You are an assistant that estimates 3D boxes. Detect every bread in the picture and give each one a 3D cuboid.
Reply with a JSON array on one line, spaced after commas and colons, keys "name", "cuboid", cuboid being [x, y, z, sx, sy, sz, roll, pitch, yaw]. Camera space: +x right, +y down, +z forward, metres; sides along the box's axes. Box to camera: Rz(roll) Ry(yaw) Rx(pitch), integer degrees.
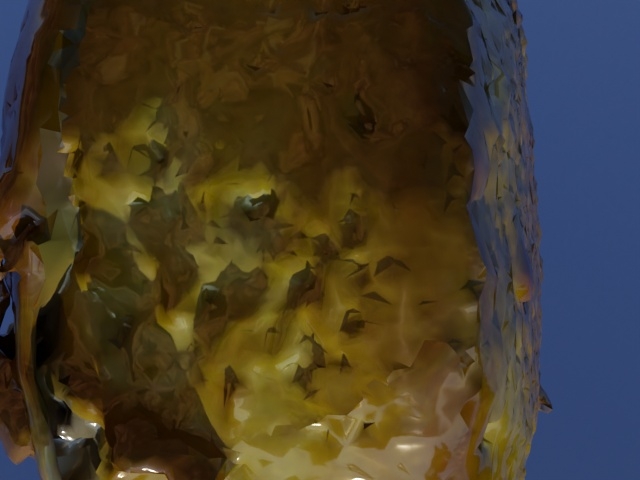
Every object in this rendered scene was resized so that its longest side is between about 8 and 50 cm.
[{"name": "bread", "cuboid": [-0.001, 0.001, 0.562, 0.204, 0.337, 0.358, -6, -177, 16]}]
